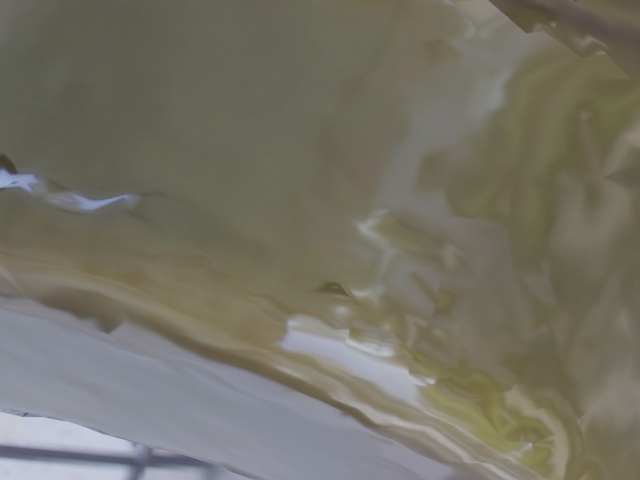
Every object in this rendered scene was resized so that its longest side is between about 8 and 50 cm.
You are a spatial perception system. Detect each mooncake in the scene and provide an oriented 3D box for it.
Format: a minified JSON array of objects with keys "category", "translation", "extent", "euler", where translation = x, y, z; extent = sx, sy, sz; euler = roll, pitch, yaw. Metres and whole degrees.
[{"category":"mooncake","translation":[0.000,0.000,0.751],"extent":[0.393,0.394,0.246],"euler":[-2,63,58]}]
